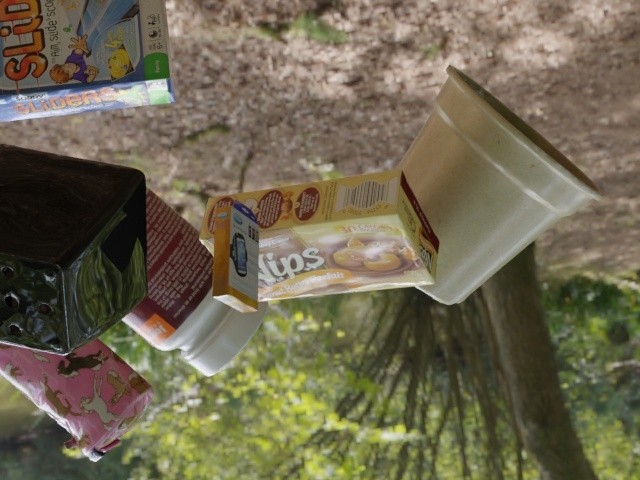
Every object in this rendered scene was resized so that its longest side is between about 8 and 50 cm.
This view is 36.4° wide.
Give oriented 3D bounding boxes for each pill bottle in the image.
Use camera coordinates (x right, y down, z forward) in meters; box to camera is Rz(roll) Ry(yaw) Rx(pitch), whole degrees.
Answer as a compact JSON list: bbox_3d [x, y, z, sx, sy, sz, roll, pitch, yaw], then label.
[{"bbox_3d":[-0.304,0.064,1.835,0.392,0.224,0.224,41,149,-12],"label":"pill bottle"}]

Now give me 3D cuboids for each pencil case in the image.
[{"bbox_3d":[-0.466,0.194,1.624,0.167,0.386,0.160,-49,177,-18],"label":"pencil case"}]

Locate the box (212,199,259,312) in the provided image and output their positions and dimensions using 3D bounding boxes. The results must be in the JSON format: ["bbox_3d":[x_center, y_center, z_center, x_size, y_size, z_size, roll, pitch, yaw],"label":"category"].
[{"bbox_3d":[-0.109,0.018,1.264,0.028,0.136,0.081,-11,157,21],"label":"box"}]

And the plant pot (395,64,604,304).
[{"bbox_3d":[0.247,-0.070,1.641,0.305,0.334,0.333,-51,152,15],"label":"plant pot"}]

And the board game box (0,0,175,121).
[{"bbox_3d":[-0.186,-0.188,0.733,0.136,0.201,0.035,-8,155,-5],"label":"board game box"}]

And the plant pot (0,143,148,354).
[{"bbox_3d":[-0.315,0.022,1.113,0.187,0.188,0.167,11,-146,7],"label":"plant pot"}]

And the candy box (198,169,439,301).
[{"bbox_3d":[0.000,0.000,1.466,0.316,0.088,0.183,-6,142,23],"label":"candy box"}]
